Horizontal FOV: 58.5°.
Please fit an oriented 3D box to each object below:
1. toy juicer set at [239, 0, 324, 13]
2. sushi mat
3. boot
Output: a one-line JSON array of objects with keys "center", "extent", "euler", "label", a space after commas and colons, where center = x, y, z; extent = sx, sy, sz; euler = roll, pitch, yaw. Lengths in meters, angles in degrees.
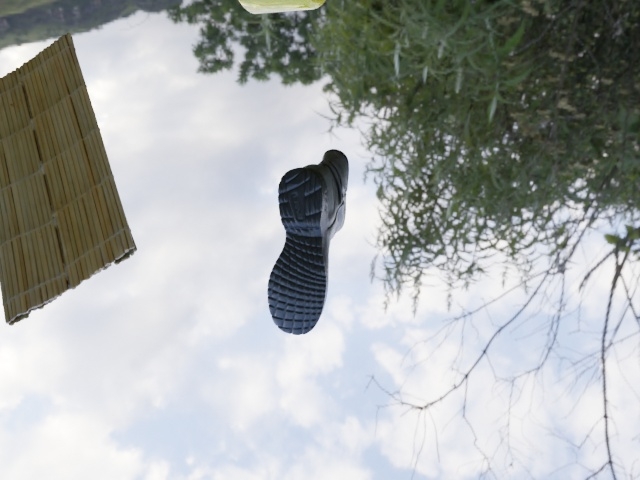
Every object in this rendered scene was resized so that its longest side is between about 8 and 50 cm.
[{"center": [-0.028, -0.353, 0.402], "extent": [0.090, 0.328, 0.209], "euler": [17, 178, 24], "label": "toy juicer set"}, {"center": [-0.296, -0.078, 0.610], "extent": [0.152, 0.019, 0.316], "euler": [-28, -116, 5], "label": "sushi mat"}, {"center": [0.000, 0.000, 0.814], "extent": [0.084, 0.246, 0.161], "euler": [12, -162, 18], "label": "boot"}]
